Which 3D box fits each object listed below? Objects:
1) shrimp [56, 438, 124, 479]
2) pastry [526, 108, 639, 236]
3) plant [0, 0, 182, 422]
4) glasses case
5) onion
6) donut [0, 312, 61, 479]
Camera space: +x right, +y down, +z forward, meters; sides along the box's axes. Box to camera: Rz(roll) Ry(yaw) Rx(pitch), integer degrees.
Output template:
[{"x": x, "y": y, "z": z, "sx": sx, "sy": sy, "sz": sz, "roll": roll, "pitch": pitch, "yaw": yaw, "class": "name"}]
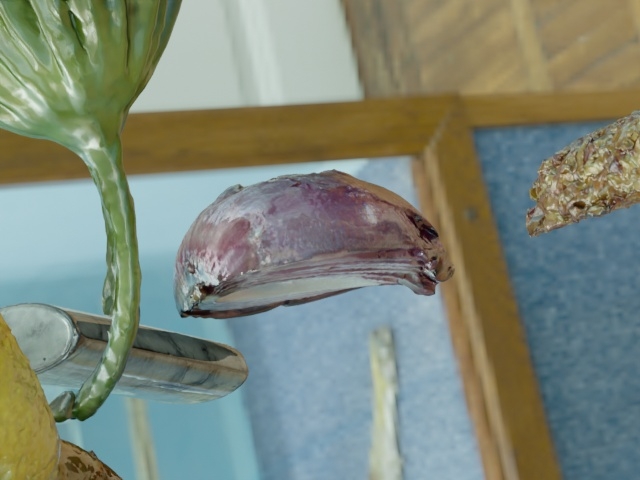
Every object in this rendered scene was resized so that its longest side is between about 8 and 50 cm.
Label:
[{"x": -0.134, "y": 0.242, "z": 1.192, "sx": 0.063, "sy": 0.287, "sz": 0.152, "roll": -26, "pitch": 39, "yaw": 22, "class": "shrimp"}, {"x": 0.194, "y": -0.050, "z": 1.170, "sx": 0.169, "sy": 0.087, "sz": 0.063, "roll": -22, "pitch": 88, "yaw": 61, "class": "pastry"}, {"x": -0.137, "y": -0.083, "z": 1.147, "sx": 0.251, "sy": 0.180, "sz": 0.333, "roll": -25, "pitch": 99, "yaw": 39, "class": "plant"}, {"x": -0.177, "y": 0.102, "z": 1.517, "sx": 0.114, "sy": 0.299, "sz": 0.060, "roll": -10, "pitch": 77, "yaw": 24, "class": "glasses case"}, {"x": 0.000, "y": 0.000, "z": 1.635, "sx": 0.227, "sy": 0.283, "sz": 0.120, "roll": -26, "pitch": 68, "yaw": 56, "class": "onion"}, {"x": -0.161, "y": 0.033, "z": 0.616, "sx": 0.181, "sy": 0.078, "sz": 0.146, "roll": 40, "pitch": 153, "yaw": 40, "class": "donut"}]
